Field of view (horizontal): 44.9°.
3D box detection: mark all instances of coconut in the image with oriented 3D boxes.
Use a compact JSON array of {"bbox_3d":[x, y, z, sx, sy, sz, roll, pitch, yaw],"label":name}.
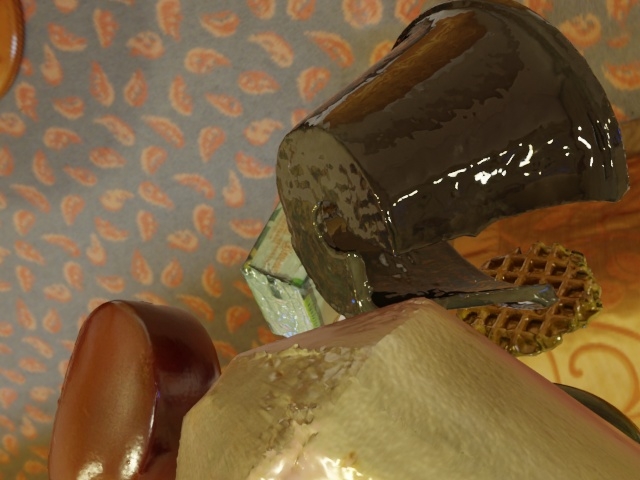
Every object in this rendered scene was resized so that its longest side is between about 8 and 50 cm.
[{"bbox_3d":[0.035,0.149,0.399,0.245,0.233,0.233,31,124,13],"label":"coconut"}]

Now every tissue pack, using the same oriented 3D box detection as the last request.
[{"bbox_3d":[0.000,0.000,1.342,0.128,0.310,0.228,16,151,21],"label":"tissue pack"}]

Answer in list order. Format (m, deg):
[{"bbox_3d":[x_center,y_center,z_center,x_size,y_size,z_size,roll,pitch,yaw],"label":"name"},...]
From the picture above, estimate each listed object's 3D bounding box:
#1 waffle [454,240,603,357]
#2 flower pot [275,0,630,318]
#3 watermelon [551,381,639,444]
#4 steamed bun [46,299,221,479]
[{"bbox_3d":[0.427,0.116,1.624,0.302,0.325,0.068,-29,124,7],"label":"waffle"},{"bbox_3d":[0.102,-0.063,0.862,0.379,0.251,0.379,42,145,39],"label":"flower pot"},{"bbox_3d":[0.232,0.266,0.804,0.242,0.242,0.242,8,121,13],"label":"watermelon"},{"bbox_3d":[-0.319,0.305,1.385,0.248,0.235,0.379,16,90,34],"label":"steamed bun"}]
